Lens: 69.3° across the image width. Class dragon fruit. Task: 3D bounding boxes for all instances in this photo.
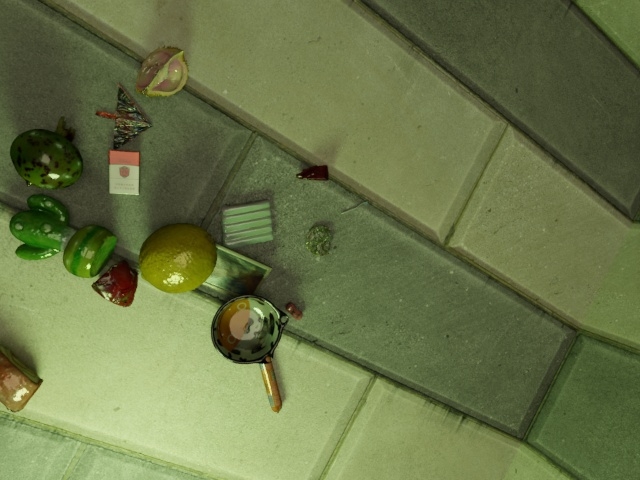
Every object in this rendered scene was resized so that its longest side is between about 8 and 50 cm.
[{"bbox_3d":[-0.712,0.164,1.655,0.121,0.127,0.161,-39,107,-2],"label":"dragon fruit"},{"bbox_3d":[-0.031,-0.274,1.862,0.131,0.097,0.063,1,94,0],"label":"dragon fruit"}]

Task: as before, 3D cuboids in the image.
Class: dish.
[{"bbox_3d":[-0.290,0.338,1.820,0.303,0.120,0.302,-1,93,-17],"label":"dish"}]

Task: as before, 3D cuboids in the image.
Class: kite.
[{"bbox_3d":[-0.691,-0.433,1.636,0.189,0.009,0.232,8,94,-19],"label":"kite"}]

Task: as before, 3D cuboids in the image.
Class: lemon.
[{"bbox_3d":[-0.503,0.062,1.646,0.268,0.267,0.267,-3,98,-19],"label":"lemon"}]

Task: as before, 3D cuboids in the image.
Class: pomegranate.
[{"bbox_3d":[-0.870,-0.282,1.501,0.211,0.211,0.263,29,68,-21],"label":"pomegranate"}]

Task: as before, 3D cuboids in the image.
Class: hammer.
[{"bbox_3d":[-0.108,0.294,1.925,0.043,0.043,0.083,-45,108,-8],"label":"hammer"}]

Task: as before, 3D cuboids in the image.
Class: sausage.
[{"bbox_3d":[-0.214,0.563,1.918,0.053,0.053,0.347,-16,102,-17],"label":"sausage"}]

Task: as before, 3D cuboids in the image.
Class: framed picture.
[{"bbox_3d":[-0.340,0.129,1.804,0.250,0.016,0.184,27,107,-20],"label":"framed picture"}]

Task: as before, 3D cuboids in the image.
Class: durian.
[{"bbox_3d":[-0.548,-0.583,1.603,0.165,0.132,0.182,11,105,-9],"label":"durian"}]

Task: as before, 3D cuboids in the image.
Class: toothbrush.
[{"bbox_3d":[0.145,-0.138,1.969,0.131,0.011,0.013,-23,83,-15],"label":"toothbrush"}]

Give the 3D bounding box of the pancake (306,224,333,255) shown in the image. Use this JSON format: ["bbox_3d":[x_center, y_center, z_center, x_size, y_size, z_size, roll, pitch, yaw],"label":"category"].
[{"bbox_3d":[-0.005,0.000,1.929,0.116,0.022,0.129,13,93,-18],"label":"pancake"}]

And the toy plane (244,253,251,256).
[{"bbox_3d":[-0.319,0.088,1.823,0.111,0.040,0.102,30,97,-22],"label":"toy plane"}]

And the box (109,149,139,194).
[{"bbox_3d":[-0.696,-0.240,1.644,0.100,0.048,0.151,1,95,-22],"label":"box"}]

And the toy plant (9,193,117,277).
[{"bbox_3d":[-0.881,-0.007,1.565,0.316,0.184,0.224,27,83,-5],"label":"toy plant"}]

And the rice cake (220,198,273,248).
[{"bbox_3d":[-0.288,-0.063,1.814,0.198,0.037,0.189,-5,99,-18],"label":"rice cake"}]

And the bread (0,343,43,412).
[{"bbox_3d":[-1.052,0.452,1.545,0.244,0.190,0.123,49,67,-15],"label":"bread"}]
